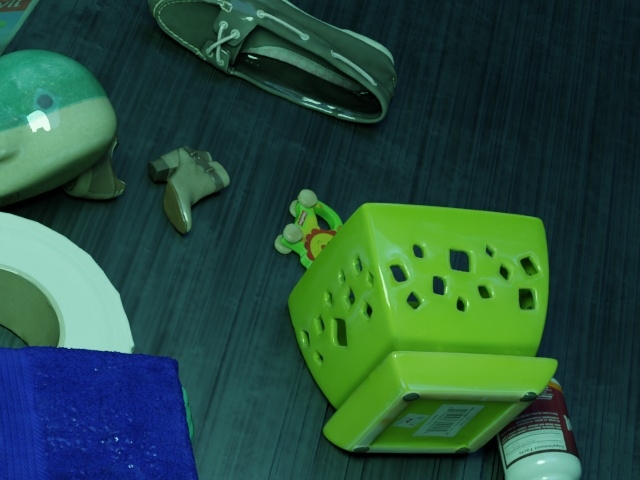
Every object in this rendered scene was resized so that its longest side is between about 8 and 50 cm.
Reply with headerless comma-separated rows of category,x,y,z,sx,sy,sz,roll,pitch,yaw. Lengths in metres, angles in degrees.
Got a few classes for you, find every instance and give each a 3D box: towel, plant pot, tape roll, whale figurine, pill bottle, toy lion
towel,-0.254,0.182,1.373,0.308,0.076,0.228,7,50,-27
plant pot,0.115,0.106,1.663,0.227,0.228,0.207,5,58,-23
tape roll,-0.335,0.109,1.527,0.286,0.100,0.286,13,49,-15
whale figurine,-0.353,-0.107,1.620,0.272,0.216,0.141,-25,87,-11
pill bottle,0.240,0.231,1.708,0.086,0.086,0.152,7,52,-20
toy lion,0.000,0.000,1.821,0.096,0.034,0.100,30,46,-10

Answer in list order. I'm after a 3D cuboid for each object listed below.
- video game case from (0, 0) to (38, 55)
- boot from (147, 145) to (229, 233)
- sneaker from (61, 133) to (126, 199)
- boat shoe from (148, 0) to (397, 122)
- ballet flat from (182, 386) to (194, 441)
video game case,-0.426,-0.192,1.604,0.204,0.285,0.025,-13,77,-33
boot,-0.145,-0.062,1.794,0.087,0.042,0.118,-9,58,-33
sneaker,-0.273,-0.125,1.781,0.071,0.066,0.188,12,53,-38
boat shoe,-0.056,-0.238,1.931,0.335,0.112,0.096,18,43,-16
ballet flat,-0.195,0.237,1.498,0.247,0.083,0.087,-49,127,-44
